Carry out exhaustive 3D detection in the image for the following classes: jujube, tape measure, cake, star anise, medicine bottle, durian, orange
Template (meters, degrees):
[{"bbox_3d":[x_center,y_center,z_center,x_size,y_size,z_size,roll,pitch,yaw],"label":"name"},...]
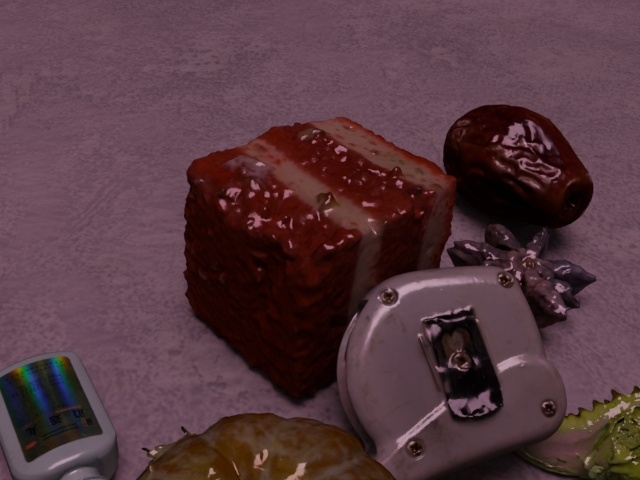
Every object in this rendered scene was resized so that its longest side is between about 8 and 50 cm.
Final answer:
[{"bbox_3d":[0.339,-0.127,1.305,0.197,0.197,0.290,-18,38,-25],"label":"jujube"},{"bbox_3d":[0.145,0.165,0.895,0.258,0.130,0.265,-17,80,-9],"label":"tape measure"},{"bbox_3d":[0.000,0.000,1.058,0.319,0.270,0.269,-28,50,-35],"label":"cake"},{"bbox_3d":[0.319,0.054,1.161,0.229,0.093,0.236,1,36,-6],"label":"star anise"},{"bbox_3d":[-0.310,0.239,0.883,0.121,0.083,0.229,-17,46,-28],"label":"medicine bottle"},{"bbox_3d":[0.415,0.258,0.925,0.375,0.107,0.132,8,45,10],"label":"durian"},{"bbox_3d":[-0.051,0.317,0.693,0.329,0.249,0.329,-2,39,2],"label":"orange"}]
